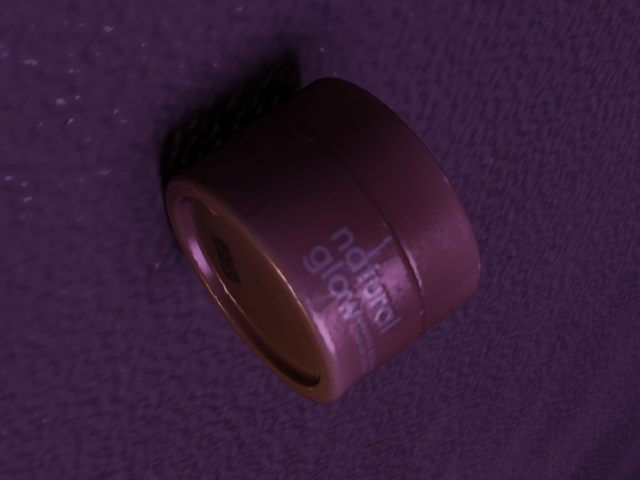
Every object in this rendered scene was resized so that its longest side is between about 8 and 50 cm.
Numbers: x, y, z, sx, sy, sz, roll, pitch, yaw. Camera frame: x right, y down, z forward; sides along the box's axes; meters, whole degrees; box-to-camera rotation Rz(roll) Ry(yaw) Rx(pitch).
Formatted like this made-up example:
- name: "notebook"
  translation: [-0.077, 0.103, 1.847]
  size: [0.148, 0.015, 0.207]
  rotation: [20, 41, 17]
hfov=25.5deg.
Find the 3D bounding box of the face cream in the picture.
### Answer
- name: "face cream"
  translation: [0.000, 0.000, 0.765]
  size: [0.104, 0.149, 0.149]
  rotation: [-36, 155, -19]
